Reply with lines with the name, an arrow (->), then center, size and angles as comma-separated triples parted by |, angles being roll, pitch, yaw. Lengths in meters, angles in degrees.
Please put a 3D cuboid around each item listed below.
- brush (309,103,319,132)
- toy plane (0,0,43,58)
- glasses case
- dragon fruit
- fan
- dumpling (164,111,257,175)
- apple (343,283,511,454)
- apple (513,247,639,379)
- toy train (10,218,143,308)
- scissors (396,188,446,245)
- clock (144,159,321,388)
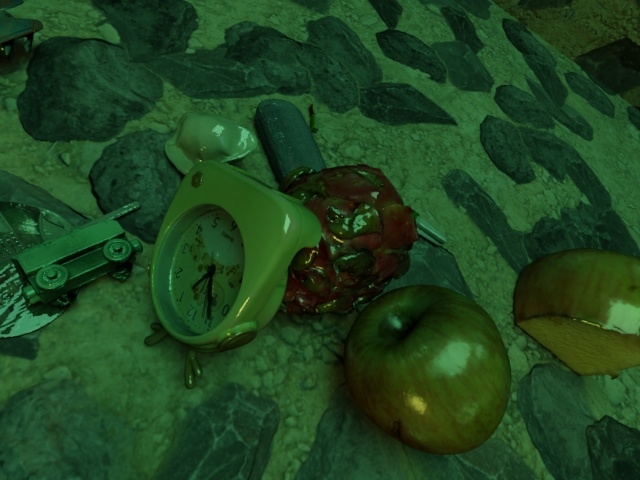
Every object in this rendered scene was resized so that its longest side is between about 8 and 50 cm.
brush -> -0.015, -0.300, 1.037 | 0.021, 0.018, 0.084 | 12, 57, -30
toy plane -> -0.605, -0.326, 0.724 | 0.222, 0.104, 0.327 | -2, 67, -25
glasses case -> -0.059, -0.194, 0.925 | 0.109, 0.067, 0.283 | -13, 70, -27
dragon fruit -> 0.000, 0.000, 0.741 | 0.290, 0.250, 0.269 | -28, 50, -6
fan -> -0.427, 0.034, 0.653 | 0.294, 0.012, 0.224 | -2, 63, -27
dumpling -> -0.217, -0.176, 0.823 | 0.169, 0.100, 0.134 | 21, 70, -11
apple -> 0.176, 0.210, 0.693 | 0.264, 0.264, 0.265 | 12, 58, -19
apple -> 0.639, 0.140, 0.995 | 0.309, 0.313, 0.252 | -52, 134, -31
toy train -> -0.363, 0.029, 0.642 | 0.172, 0.070, 0.099 | -30, 70, -36
scissors -> 0.207, -0.052, 0.992 | 0.204, 0.027, 0.101 | 36, 54, 0
clock -> -0.153, 0.051, 0.624 | 0.235, 0.308, 0.096 | 31, 7, 33
